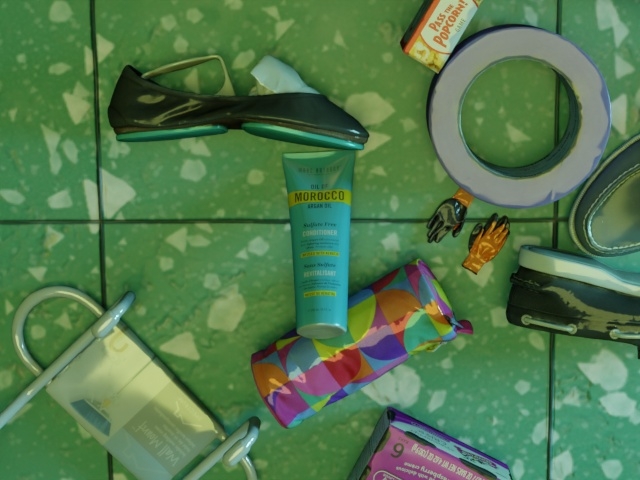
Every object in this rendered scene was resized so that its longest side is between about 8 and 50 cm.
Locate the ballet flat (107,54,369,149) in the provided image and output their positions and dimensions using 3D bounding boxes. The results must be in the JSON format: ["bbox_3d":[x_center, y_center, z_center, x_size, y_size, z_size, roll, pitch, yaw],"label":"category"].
[{"bbox_3d":[-0.087,-0.148,1.527,0.280,0.095,0.096,3,89,1],"label":"ballet flat"}]

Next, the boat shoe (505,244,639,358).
[{"bbox_3d":[0.350,0.082,1.550,0.302,0.114,0.091,15,101,11],"label":"boat shoe"}]

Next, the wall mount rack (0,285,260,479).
[{"bbox_3d":[-0.245,0.233,1.584,0.304,0.130,0.350,-44,96,9],"label":"wall mount rack"}]

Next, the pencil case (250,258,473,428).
[{"bbox_3d":[0.041,0.115,1.569,0.236,0.104,0.104,-28,99,8],"label":"pencil case"}]

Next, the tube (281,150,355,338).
[{"bbox_3d":[0.000,0.000,1.541,0.080,0.052,0.207,-1,69,-2],"label":"tube"}]

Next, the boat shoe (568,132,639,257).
[{"bbox_3d":[0.408,-0.077,1.517,0.319,0.099,0.116,-29,99,7],"label":"boat shoe"}]

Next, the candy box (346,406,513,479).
[{"bbox_3d":[0.091,0.327,1.620,0.159,0.071,0.233,26,101,-4],"label":"candy box"}]

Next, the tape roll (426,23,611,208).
[{"bbox_3d":[0.206,-0.132,1.524,0.188,0.080,0.189,0,100,2],"label":"tape roll"}]

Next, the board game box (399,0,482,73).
[{"bbox_3d":[0.149,-0.268,1.465,0.045,0.147,0.194,30,100,-4],"label":"board game box"}]

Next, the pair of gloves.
[{"bbox_3d":[0.162,-0.011,1.583,0.083,0.010,0.074,36,100,-4],"label":"pair of gloves"}]
